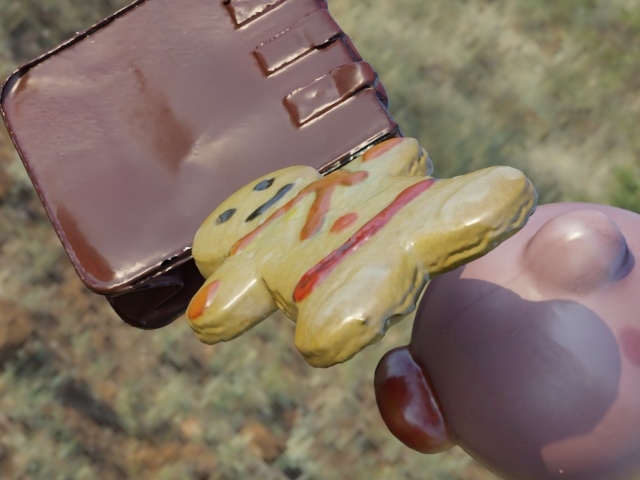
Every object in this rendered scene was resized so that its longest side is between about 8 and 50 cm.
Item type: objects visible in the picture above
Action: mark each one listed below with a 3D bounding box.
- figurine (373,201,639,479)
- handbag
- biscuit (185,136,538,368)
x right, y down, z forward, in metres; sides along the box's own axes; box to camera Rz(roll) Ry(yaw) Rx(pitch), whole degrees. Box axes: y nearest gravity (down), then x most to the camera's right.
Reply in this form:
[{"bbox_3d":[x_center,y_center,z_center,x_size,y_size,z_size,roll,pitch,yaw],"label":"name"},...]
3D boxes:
[{"bbox_3d":[0.138,0.058,1.042,0.173,0.173,0.173,44,10,-10],"label":"figurine"},{"bbox_3d":[-0.094,-0.091,1.484,0.260,0.275,0.084,57,0,36],"label":"handbag"},{"bbox_3d":[0.000,0.000,0.948,0.030,0.153,0.234,59,-15,-21],"label":"biscuit"}]
